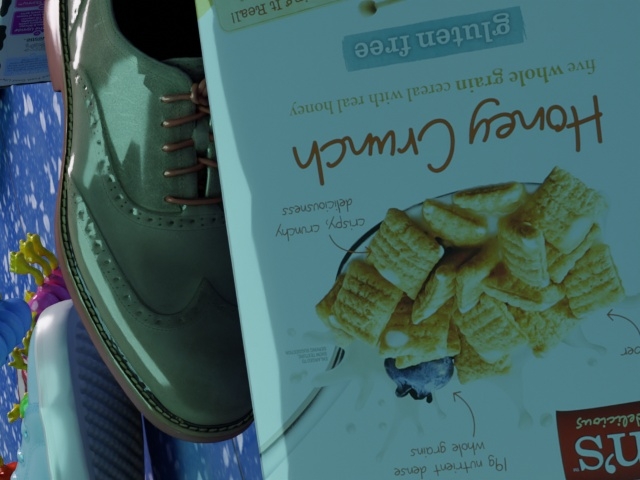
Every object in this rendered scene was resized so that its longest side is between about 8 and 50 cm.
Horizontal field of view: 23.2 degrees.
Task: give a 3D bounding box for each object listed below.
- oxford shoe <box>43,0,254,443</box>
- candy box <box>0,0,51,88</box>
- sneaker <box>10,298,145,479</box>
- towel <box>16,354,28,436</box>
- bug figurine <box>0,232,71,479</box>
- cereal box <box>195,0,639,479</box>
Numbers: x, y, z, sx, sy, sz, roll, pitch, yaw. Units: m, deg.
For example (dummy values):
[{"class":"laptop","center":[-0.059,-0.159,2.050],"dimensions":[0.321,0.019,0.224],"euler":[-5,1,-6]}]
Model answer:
[{"class":"oxford shoe","center":[-0.096,-0.051,0.958],"dimensions":[0.130,0.123,0.348],"euler":[-41,62,58]},{"class":"candy box","center":[-0.257,-0.261,1.324],"dimensions":[0.233,0.071,0.159],"euler":[115,139,-54]},{"class":"sneaker","center":[-0.227,0.228,1.280],"dimensions":[0.135,0.150,0.366],"euler":[-43,-50,-74]},{"class":"towel","center":[-0.242,0.280,1.540],"dimensions":[0.329,0.037,0.237],"euler":[-132,37,-55]},{"class":"bug figurine","center":[-0.264,0.127,1.381],"dimensions":[0.216,0.072,0.279],"euler":[-65,-14,-53]},{"class":"cereal box","center":[0.052,-0.014,0.561],"dimensions":[0.047,0.173,0.240],"euler":[-10,-89,-76]}]
